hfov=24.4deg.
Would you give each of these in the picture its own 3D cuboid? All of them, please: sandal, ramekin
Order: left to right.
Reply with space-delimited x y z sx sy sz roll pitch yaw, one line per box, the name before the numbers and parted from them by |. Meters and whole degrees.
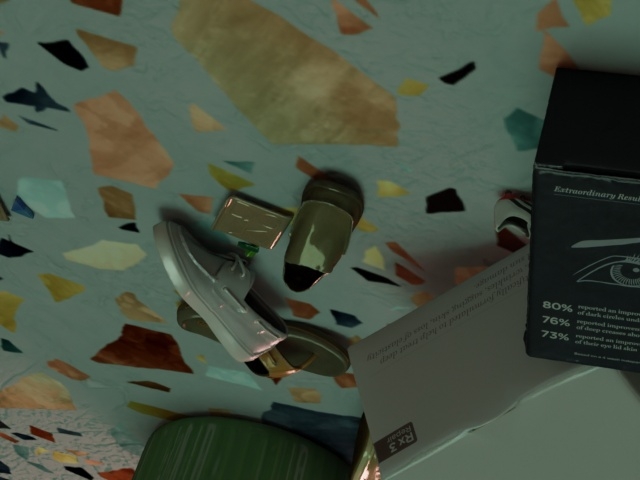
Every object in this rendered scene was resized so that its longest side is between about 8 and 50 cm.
ramekin | -0.091 0.330 1.743 0.303 0.148 0.303 11 149 7
sandal | -0.060 0.108 1.466 0.180 0.049 0.072 17 149 -2

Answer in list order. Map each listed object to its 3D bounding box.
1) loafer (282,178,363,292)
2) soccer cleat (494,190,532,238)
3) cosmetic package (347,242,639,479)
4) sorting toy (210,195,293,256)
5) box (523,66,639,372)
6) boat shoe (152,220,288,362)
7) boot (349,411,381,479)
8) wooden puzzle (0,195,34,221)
loafer | 0.000 0.000 1.264 0.056 0.050 0.148 16 149 -1
soccer cleat | 0.178 -0.016 1.171 0.083 0.036 0.029 9 148 11
cosmetic package | 0.217 0.192 1.310 0.217 0.156 0.385 -29 131 14
sorting toy | -0.065 -0.011 1.312 0.062 0.012 0.083 17 146 -12
box | 0.231 -0.008 1.059 0.153 0.108 0.207 8 137 12
boat shoe | -0.089 0.042 1.368 0.063 0.066 0.184 -26 123 10
boot | 0.116 0.252 1.594 0.165 0.077 0.213 11 154 8
wooden puzzle | -0.333 -0.040 1.385 0.116 0.014 0.078 3 147 20
